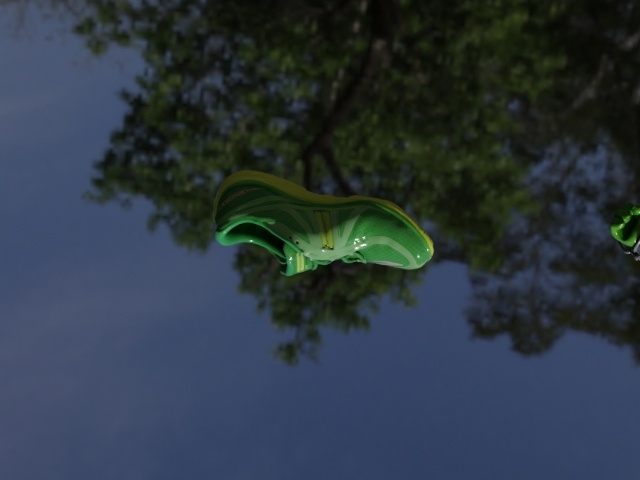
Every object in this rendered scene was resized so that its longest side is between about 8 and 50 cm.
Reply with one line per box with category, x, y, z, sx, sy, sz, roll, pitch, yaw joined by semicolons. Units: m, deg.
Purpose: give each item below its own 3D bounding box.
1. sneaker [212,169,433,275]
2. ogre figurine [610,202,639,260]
sneaker;0.000;0.000;1.840;0.295;0.109;0.123;12;-120;9
ogre figurine;0.359;-0.009;1.209;0.197;0.097;0.118;-12;-116;-22
